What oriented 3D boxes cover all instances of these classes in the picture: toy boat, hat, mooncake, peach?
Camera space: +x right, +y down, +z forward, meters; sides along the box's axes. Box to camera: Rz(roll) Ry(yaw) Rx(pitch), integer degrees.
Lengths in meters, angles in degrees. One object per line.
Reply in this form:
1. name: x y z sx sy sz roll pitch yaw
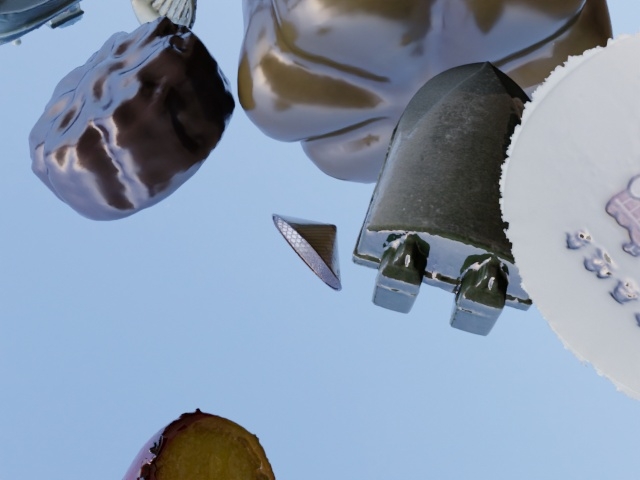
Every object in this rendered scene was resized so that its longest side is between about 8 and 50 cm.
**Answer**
1. toy boat: 0.129 -0.066 0.597 0.141 0.092 0.319 16 -131 6
2. hat: 0.000 0.000 1.260 0.082 0.193 0.193 -40 -84 -10
3. mooncake: -0.255 -0.165 0.881 0.141 0.283 0.283 51 -135 -39
4. peach: -0.134 0.303 0.727 0.190 0.196 0.226 11 -96 13
5. toy boat: -0.595 -0.471 1.395 0.109 0.098 0.238 36 -123 19
6. mooncake: 0.124 -0.263 0.870 0.467 0.467 0.262 13 -123 -30

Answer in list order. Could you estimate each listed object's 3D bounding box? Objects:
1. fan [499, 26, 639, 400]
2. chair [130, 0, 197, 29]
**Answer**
1. fan: 0.187 -0.033 0.230 0.009 0.329 0.190 -32 -102 -39
2. chair: -0.183 -0.443 0.948 0.275 0.203 0.190 -45 -36 -9
